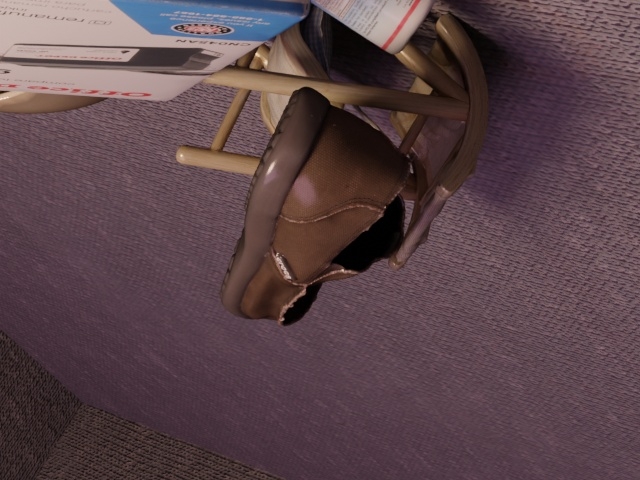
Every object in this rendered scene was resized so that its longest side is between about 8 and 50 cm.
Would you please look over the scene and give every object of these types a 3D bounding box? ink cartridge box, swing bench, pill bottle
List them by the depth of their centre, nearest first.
[{"bbox_3d":[-0.197,-0.222,1.520,0.286,0.166,0.395,3,174,-18],"label":"ink cartridge box"},{"bbox_3d":[0.020,-0.230,1.635,0.160,0.087,0.087,33,162,-4],"label":"pill bottle"},{"bbox_3d":[0.021,-0.121,1.809,0.255,0.165,0.253,26,161,-2],"label":"swing bench"}]

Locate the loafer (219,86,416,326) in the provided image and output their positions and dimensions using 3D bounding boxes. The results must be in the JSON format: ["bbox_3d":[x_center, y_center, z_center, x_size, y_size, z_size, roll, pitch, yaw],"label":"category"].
[{"bbox_3d":[0.000,0.000,1.694,0.130,0.133,0.366,24,162,3],"label":"loafer"}]

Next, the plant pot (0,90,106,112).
[{"bbox_3d":[-0.268,-0.225,1.908,0.256,0.256,0.274,25,177,18],"label":"plant pot"}]
